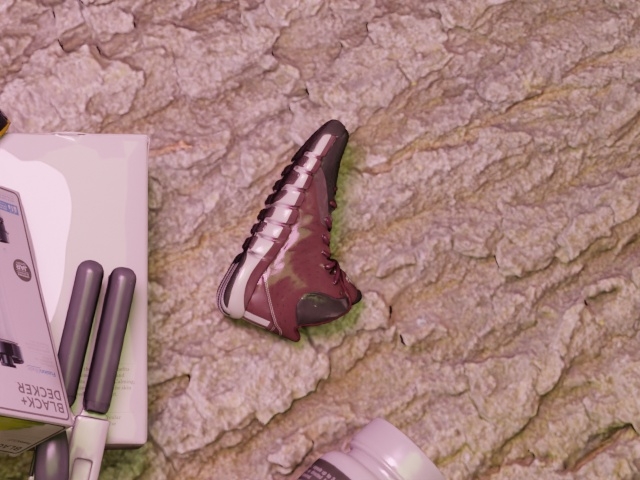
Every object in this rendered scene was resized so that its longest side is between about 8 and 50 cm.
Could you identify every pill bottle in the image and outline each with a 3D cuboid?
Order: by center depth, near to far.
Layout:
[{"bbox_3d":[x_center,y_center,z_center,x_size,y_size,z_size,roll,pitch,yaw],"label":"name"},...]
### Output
[{"bbox_3d":[0.014,0.355,1.794,0.283,0.161,0.161,-43,90,-14],"label":"pill bottle"}]

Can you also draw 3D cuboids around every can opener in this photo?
[{"bbox_3d":[-0.260,0.164,1.652,0.076,0.095,0.283,12,86,-10],"label":"can opener"}]

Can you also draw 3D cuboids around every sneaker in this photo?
[{"bbox_3d":[0.000,0.000,1.896,0.162,0.106,0.281,31,86,-10],"label":"sneaker"}]

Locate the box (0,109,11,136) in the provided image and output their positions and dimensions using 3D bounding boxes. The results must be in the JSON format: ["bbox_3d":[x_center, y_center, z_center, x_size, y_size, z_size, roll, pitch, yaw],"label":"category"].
[{"bbox_3d":[-0.549,-0.086,1.734,0.257,0.079,0.322,28,70,41],"label":"box"}]

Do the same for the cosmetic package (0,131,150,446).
[{"bbox_3d":[-0.302,0.063,1.789,0.197,0.155,0.365,2,79,-10],"label":"cosmetic package"}]

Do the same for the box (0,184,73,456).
[{"bbox_3d":[-0.372,0.072,1.588,0.087,0.169,0.290,-27,64,22],"label":"box"}]
